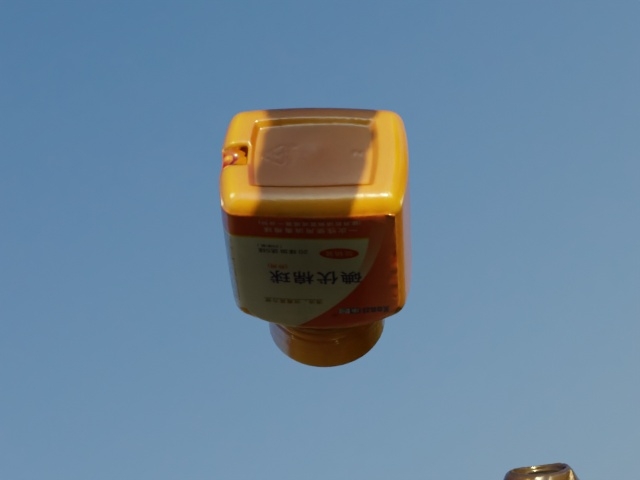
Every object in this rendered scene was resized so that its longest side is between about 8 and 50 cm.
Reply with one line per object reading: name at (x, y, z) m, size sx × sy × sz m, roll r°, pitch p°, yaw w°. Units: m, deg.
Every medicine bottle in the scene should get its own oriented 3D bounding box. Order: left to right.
medicine bottle at (0.000, 0.001, 1.628) m, size 0.149 × 0.112 × 0.222 m, roll 0°, pitch -39°, yaw 4°

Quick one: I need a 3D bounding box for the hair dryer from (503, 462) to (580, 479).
hair dryer at (0.243, 0.354, 1.717) m, size 0.120 × 0.304 × 0.359 m, roll -5°, pitch -1°, yaw -13°
